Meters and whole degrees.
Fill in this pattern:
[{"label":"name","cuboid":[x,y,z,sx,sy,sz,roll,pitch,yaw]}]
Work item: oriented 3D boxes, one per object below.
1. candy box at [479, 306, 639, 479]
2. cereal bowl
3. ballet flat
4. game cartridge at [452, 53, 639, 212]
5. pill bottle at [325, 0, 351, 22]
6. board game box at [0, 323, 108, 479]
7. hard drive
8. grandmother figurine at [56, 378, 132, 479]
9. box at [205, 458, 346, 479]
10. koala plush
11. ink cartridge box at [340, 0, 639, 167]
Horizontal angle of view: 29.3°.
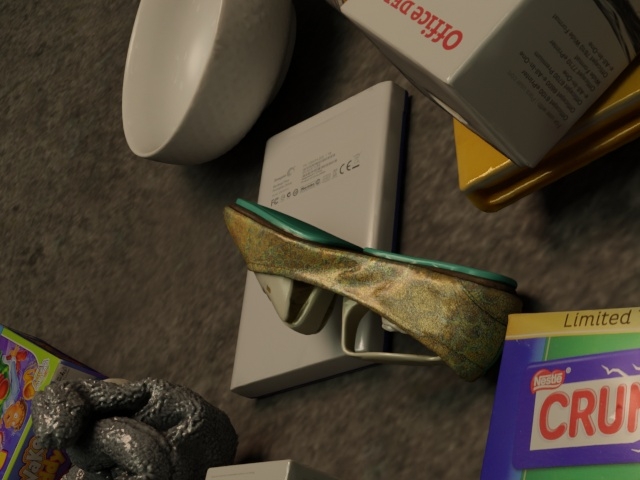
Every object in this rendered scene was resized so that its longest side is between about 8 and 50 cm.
[{"label":"candy box","cuboid":[0.236,0.206,0.833,0.268,0.122,0.317,-10,59,49]},{"label":"cereal bowl","cuboid":[-0.128,-0.250,1.548,0.339,0.141,0.339,-39,44,51]},{"label":"ballet flat","cuboid":[0.025,0.048,1.162,0.348,0.123,0.123,17,81,36]},{"label":"game cartridge","cuboid":[0.243,-0.208,1.114,0.285,0.053,0.323,-29,38,29]},{"label":"pill bottle","cuboid":[0.058,-0.331,1.378,0.162,0.162,0.278,-54,36,12]},{"label":"board game box","cuboid":[-0.436,0.305,1.657,0.233,0.078,0.347,14,79,54]},{"label":"hard drive","cuboid":[0.000,0.000,1.337,0.210,0.040,0.318,-22,52,43]},{"label":"grandmother figurine","cuboid":[-0.248,0.305,1.412,0.208,0.104,0.342,-17,46,11]},{"label":"box","cuboid":[-0.052,0.305,1.159,0.130,0.091,0.170,-16,55,46]},{"label":"koala plush","cuboid":[-0.183,0.269,1.221,0.203,0.196,0.221,-7,40,2]},{"label":"ink cartridge box","cuboid":[0.194,-0.244,1.041,0.307,0.129,0.223,-48,34,5]}]
